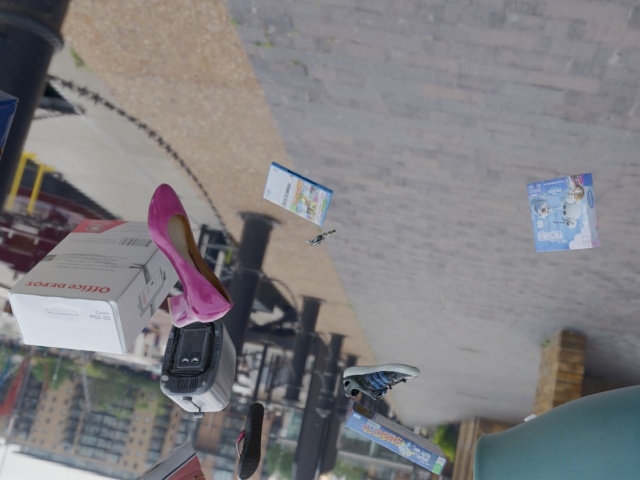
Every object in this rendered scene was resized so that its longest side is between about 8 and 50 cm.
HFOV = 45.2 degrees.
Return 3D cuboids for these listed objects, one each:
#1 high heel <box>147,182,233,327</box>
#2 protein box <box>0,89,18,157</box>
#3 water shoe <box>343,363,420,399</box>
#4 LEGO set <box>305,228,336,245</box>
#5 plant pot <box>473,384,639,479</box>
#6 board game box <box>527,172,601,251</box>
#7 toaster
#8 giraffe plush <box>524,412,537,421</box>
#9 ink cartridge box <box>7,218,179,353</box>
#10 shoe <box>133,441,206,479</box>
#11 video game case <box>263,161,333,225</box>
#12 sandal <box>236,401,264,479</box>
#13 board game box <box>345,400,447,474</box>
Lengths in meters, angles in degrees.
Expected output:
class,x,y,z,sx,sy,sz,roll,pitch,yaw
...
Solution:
class,x,y,z,sx,sy,sz,roll,pitch,yaw
high heel,-0.203,0.012,1.219,0.117,0.244,0.082,-20,159,31
protein box,-0.628,-0.197,1.196,0.201,0.135,0.200,26,-163,4
water shoe,0.147,0.336,1.815,0.203,0.080,0.073,-11,159,36
LEGO set,0.002,-0.001,1.644,0.083,0.023,0.054,-21,174,-28
plant pot,0.314,0.299,0.857,0.255,0.271,0.272,-12,159,19
board game box,0.301,-0.033,0.953,0.020,0.090,0.090,-8,179,-31
toaster,-0.259,0.265,1.668,0.129,0.226,0.146,-4,143,10
giraffe plush,0.398,0.379,1.166,0.210,0.181,0.170,33,-156,-5
ink cartridge box,-0.403,0.076,1.421,0.207,0.117,0.283,4,-150,12
shoe,-0.175,0.292,0.841,0.064,0.081,0.178,-33,177,21
video game case,-0.057,-0.114,1.884,0.166,0.015,0.119,27,137,8
sandal,-0.168,0.468,1.795,0.040,0.179,0.067,-3,159,31
board game box,0.146,0.388,1.521,0.201,0.035,0.136,27,178,3
